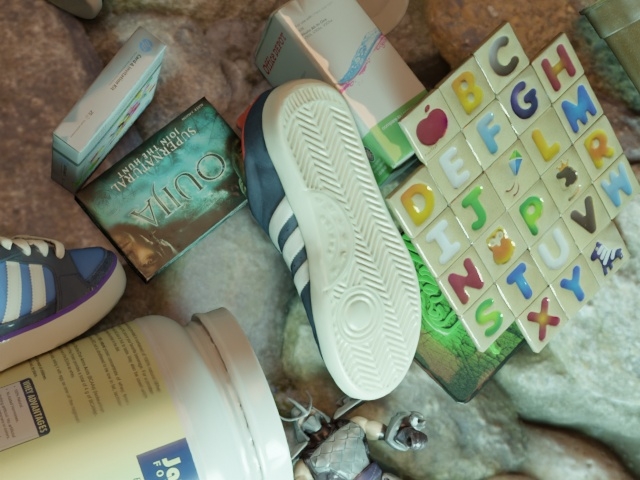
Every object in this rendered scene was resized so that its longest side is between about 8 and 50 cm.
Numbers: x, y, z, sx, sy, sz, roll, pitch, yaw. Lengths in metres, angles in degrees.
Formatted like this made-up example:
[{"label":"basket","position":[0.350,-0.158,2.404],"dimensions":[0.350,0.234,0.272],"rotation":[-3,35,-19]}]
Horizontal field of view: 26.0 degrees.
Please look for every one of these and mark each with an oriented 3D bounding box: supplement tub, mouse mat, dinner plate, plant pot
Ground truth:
[{"label":"supplement tub","position":[-0.213,0.211,1.361],"dimensions":[0.324,0.235,0.235],"rotation":[-20,82,-14]},{"label":"mouse mat","position":[0.145,0.072,1.580],"dimensions":[0.189,0.007,0.152],"rotation":[44,74,2]},{"label":"dinner plate","position":[0.039,-0.302,1.639],"dimensions":[0.141,0.017,0.141],"rotation":[2,78,-9]},{"label":"plant pot","position":[0.416,-0.237,1.630],"dimensions":[0.167,0.167,0.165],"rotation":[-29,93,-15]}]

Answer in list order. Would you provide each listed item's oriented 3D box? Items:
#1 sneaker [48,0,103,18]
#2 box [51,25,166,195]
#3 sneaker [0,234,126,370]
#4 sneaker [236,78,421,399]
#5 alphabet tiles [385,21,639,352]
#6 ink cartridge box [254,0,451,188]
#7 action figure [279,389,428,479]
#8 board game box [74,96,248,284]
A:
[{"label":"sneaker","position":[-0.336,-0.386,1.547],"dimensions":[0.295,0.104,0.147],"rotation":[34,70,-6]},{"label":"box","position":[-0.226,-0.132,1.460],"dimensions":[0.038,0.186,0.145],"rotation":[37,73,-3]},{"label":"sneaker","position":[-0.338,-0.001,1.328],"dimensions":[0.322,0.130,0.236],"rotation":[-30,113,-42]},{"label":"sneaker","position":[0.000,0.000,1.500],"dimensions":[0.131,0.148,0.350],"rotation":[-18,98,-30]},{"label":"alphabet tiles","position":[0.222,-0.052,1.529],"dimensions":[0.285,0.011,0.343],"rotation":[-43,119,-17]},{"label":"ink cartridge box","position":[0.030,-0.166,1.534],"dimensions":[0.093,0.154,0.212],"rotation":[-38,87,-17]},{"label":"action figure","position":[0.060,0.272,1.474],"dimensions":[0.185,0.099,0.285],"rotation":[-40,84,-11]},{"label":"board game box","position":[-0.161,-0.057,1.540],"dimensions":[0.186,0.026,0.126],"rotation":[-40,87,-16]}]
